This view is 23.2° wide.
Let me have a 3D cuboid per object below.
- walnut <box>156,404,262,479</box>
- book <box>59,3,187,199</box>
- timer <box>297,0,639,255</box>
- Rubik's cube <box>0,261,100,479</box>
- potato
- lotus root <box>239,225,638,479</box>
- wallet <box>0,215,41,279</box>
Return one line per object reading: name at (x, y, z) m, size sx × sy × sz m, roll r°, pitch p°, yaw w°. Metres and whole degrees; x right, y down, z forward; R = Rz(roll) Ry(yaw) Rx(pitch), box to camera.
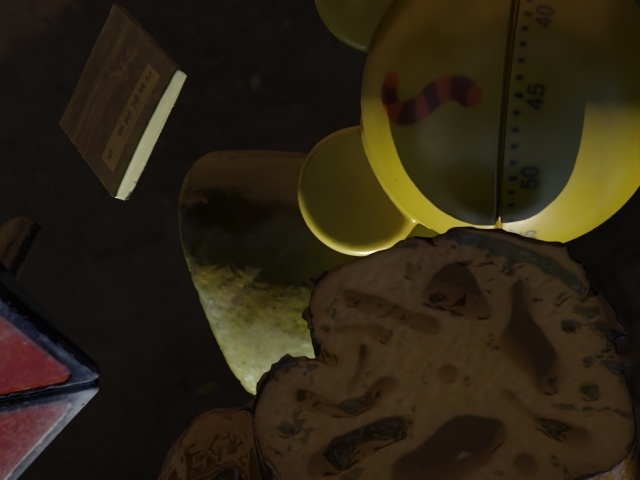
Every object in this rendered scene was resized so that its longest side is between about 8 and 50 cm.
walnut at (-0.056, 0.403, 2.080) m, size 0.354 × 0.397 × 0.308 m, roll -18°, pitch 146°, yaw 6°
book at (-0.223, -0.157, 1.737) m, size 0.024 × 0.228 × 0.160 m, roll 18°, pitch 106°, yaw -31°
timer at (0.171, -0.162, 1.737) m, size 0.387 × 0.376 × 0.376 m, roll 4°, pitch 143°, yaw 13°
Rubik's cube at (-0.349, 0.065, 1.054) m, size 0.255 × 0.260 × 0.259 m, roll -47°, pitch 134°, yaw -7°
potato at (0.000, 0.000, 1.877) m, size 0.280 × 0.330 × 0.213 m, roll -13°, pitch 150°, yaw 20°
lotus root at (0.125, 0.150, 1.495) m, size 0.375 × 0.390 × 0.111 m, roll 19°, pitch 144°, yaw 32°
wallet at (-0.369, 0.126, 1.484) m, size 0.044 × 0.321 × 0.170 m, roll 34°, pitch 142°, yaw -17°
